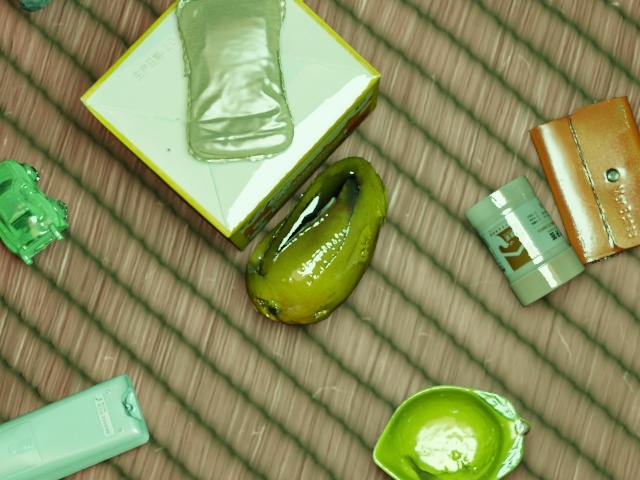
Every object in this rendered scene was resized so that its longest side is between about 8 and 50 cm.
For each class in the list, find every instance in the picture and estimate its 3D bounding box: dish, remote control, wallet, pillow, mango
[{"bbox_3d":[0.172,0.265,1.505,0.208,0.080,0.148,-9,80,2],"label":"dish"},{"bbox_3d":[-0.381,0.275,1.533,0.293,0.051,0.103,-22,68,-3],"label":"remote control"},{"bbox_3d":[0.383,-0.080,1.551,0.142,0.045,0.204,-19,84,0],"label":"wallet"},{"bbox_3d":[-0.103,-0.200,1.379,0.135,0.034,0.211,-4,86,-2],"label":"pillow"},{"bbox_3d":[0.000,0.000,1.511,0.156,0.151,0.248,17,73,44],"label":"mango"}]

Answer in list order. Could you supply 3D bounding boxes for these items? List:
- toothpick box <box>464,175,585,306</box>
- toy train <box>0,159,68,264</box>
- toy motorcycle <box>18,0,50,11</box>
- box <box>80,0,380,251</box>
[{"bbox_3d":[0.271,0.001,1.520,0.098,0.098,0.149,-32,82,-1],"label":"toothpick box"},{"bbox_3d":[-0.408,-0.040,1.559,0.099,0.081,0.149,-38,84,-1],"label":"toy train"},{"bbox_3d":[-0.306,-0.462,1.556,0.340,0.223,0.108,-47,125,11],"label":"toy motorcycle"},{"bbox_3d":[-0.108,-0.178,1.498,0.259,0.214,0.283,43,88,3],"label":"box"}]
